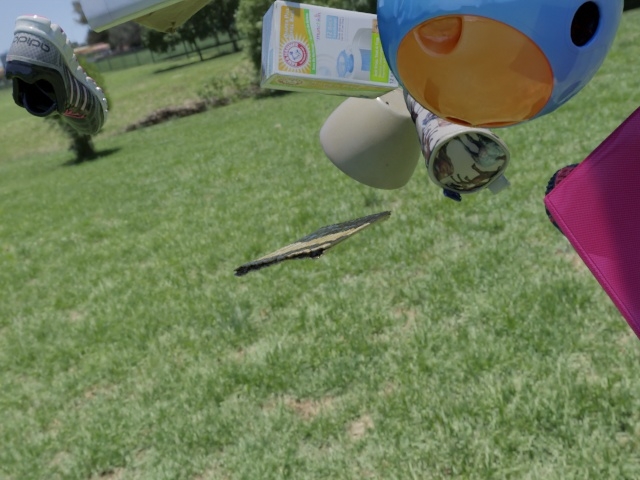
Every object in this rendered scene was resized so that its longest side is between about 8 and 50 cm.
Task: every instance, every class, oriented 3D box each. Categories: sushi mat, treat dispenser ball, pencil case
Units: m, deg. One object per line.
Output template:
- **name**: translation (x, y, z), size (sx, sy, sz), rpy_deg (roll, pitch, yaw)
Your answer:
- **sushi mat**: translation (0.000, 0.000, 1.031), size (0.151, 0.019, 0.316), rpy_deg (-12, 7, 26)
- **treat dispenser ball**: translation (0.213, -0.282, 0.787), size (0.288, 0.288, 0.288), rpy_deg (-14, 14, 4)
- **pencil case**: translation (0.288, -0.257, 1.414), size (0.160, 0.183, 0.410), rpy_deg (-31, 32, 19)

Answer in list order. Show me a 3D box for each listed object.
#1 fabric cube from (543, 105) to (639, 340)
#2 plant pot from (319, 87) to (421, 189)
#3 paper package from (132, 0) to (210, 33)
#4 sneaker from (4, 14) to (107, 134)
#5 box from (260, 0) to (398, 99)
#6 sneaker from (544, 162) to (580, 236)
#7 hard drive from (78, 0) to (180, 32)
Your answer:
- **fabric cube**: translation (0.419, -0.031, 0.562), size (0.259, 0.254, 0.258), rpy_deg (-8, -32, -35)
- **plant pot**: translation (0.162, -0.303, 1.716), size (0.284, 0.284, 0.191), rpy_deg (-30, -22, -45)
- **paper package**: translation (-0.229, -0.552, 0.996), size (0.309, 0.325, 0.168), rpy_deg (-29, 5, 17)
- **sneaker**: translation (-0.277, -0.151, 0.668), size (0.063, 0.075, 0.170), rpy_deg (14, -22, 6)
- **box**: translation (0.013, -0.294, 1.010), size (0.203, 0.114, 0.103), rpy_deg (3, 1, -17)
- **sneaker**: translation (0.437, 0.001, 1.002), size (0.104, 0.262, 0.125), rpy_deg (-29, -32, 17)
- **hard drive**: translation (-0.170, -0.405, 0.774), size (0.307, 0.203, 0.040), rpy_deg (-21, 11, 0)
